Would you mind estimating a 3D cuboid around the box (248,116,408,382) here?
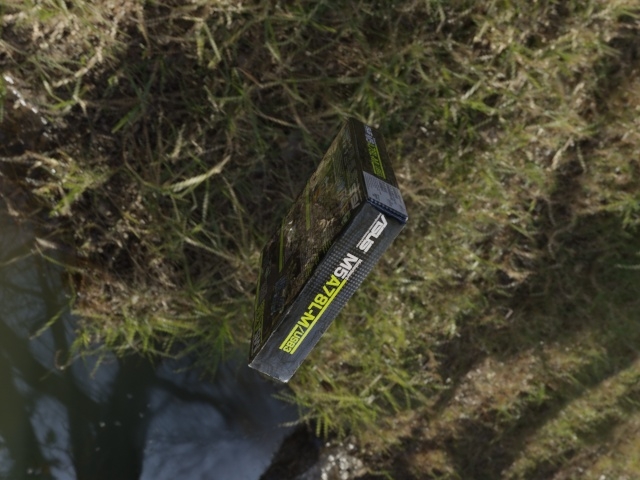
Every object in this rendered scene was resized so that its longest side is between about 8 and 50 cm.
[{"bbox_3d":[0.000,0.000,0.610,0.045,0.190,0.184,25,115,-15],"label":"box"}]
